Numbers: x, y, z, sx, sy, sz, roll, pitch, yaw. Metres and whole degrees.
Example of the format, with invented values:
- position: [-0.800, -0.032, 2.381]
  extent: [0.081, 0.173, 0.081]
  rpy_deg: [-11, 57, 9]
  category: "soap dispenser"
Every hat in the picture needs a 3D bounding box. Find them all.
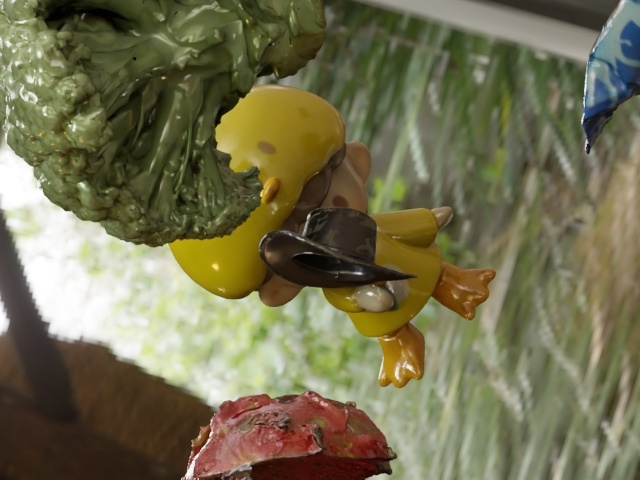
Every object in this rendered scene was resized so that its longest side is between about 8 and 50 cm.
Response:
- position: [0.016, 0.004, 1.169]
  extent: [0.121, 0.050, 0.121]
  rpy_deg: [11, 166, 3]
  category: "hat"

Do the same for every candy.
- position: [0.310, -0.224, 1.355]
  extent: [0.077, 0.187, 0.331]
  rpy_deg: [31, 150, 4]
  category: "candy"

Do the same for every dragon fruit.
- position: [-0.060, 0.221, 1.728]
  extent: [0.274, 0.126, 0.161]
  rpy_deg: [-25, 151, 33]
  category: "dragon fruit"

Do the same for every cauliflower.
- position: [-0.119, -0.151, 1.136]
  extent: [0.250, 0.272, 0.275]
  rpy_deg: [-19, 156, 7]
  category: "cauliflower"

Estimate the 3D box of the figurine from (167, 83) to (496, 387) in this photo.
- position: [0.000, 0.000, 1.548]
  extent: [0.343, 0.215, 0.187]
  rpy_deg: [40, 166, -26]
  category: "figurine"
